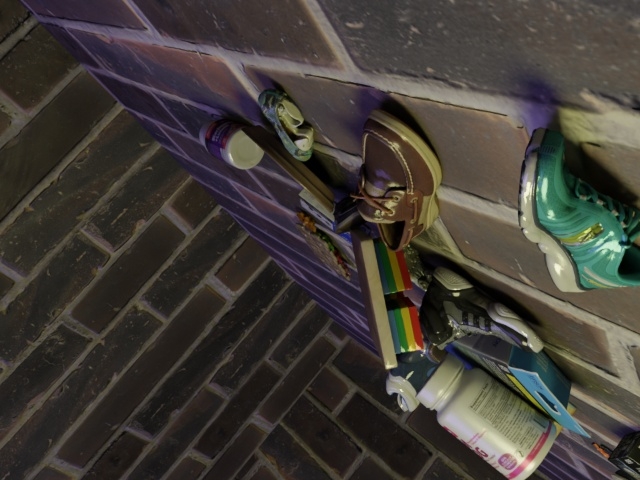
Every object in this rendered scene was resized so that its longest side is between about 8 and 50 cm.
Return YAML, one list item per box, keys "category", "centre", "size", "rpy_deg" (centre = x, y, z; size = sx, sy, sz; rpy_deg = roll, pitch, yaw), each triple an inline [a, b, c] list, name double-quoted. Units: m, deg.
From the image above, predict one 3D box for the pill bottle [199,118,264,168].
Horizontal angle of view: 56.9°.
- category: "pill bottle"
  centre: [-0.237, -0.257, 1.535]
  size: [0.194, 0.108, 0.108]
  rpy_deg: [28, 164, 48]

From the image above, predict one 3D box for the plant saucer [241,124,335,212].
- category: "plant saucer"
  centre: [-0.065, -0.169, 1.342]
  size: [0.278, 0.041, 0.278]
  rpy_deg: [42, -177, -3]

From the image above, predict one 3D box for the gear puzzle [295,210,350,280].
- category: "gear puzzle"
  centre: [0.000, 0.000, 1.976]
  size: [0.175, 0.044, 0.339]
  rpy_deg: [34, 165, 40]

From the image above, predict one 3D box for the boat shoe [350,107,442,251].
- category: "boat shoe"
  centre: [0.117, -0.078, 0.978]
  size: [0.123, 0.123, 0.342]
  rpy_deg: [36, 169, 24]

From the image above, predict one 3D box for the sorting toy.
- category: "sorting toy"
  centre: [0.137, 0.101, 1.231]
  size: [0.257, 0.090, 0.255]
  rpy_deg: [-105, 3, -84]

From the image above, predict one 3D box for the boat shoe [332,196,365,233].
- category: "boat shoe"
  centre: [0.065, -0.064, 1.357]
  size: [0.223, 0.080, 0.073]
  rpy_deg: [132, 121, -79]

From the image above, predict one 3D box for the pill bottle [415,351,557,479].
- category: "pill bottle"
  centre: [0.369, 0.394, 1.342]
  size: [0.283, 0.160, 0.160]
  rpy_deg: [37, 169, 14]

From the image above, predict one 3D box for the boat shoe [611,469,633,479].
- category: "boat shoe"
  centre: [0.830, 0.610, 1.449]
  size: [0.095, 0.079, 0.254]
  rpy_deg: [44, 167, -5]

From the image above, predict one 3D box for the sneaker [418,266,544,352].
- category: "sneaker"
  centre: [0.317, 0.182, 1.232]
  size: [0.269, 0.153, 0.101]
  rpy_deg: [37, -173, 28]

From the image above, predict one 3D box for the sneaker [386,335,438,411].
- category: "sneaker"
  centre: [0.347, 0.448, 1.884]
  size: [0.323, 0.236, 0.130]
  rpy_deg: [28, -171, -33]

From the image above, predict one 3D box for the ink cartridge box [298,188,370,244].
- category: "ink cartridge box"
  centre: [0.037, -0.060, 1.554]
  size: [0.207, 0.046, 0.097]
  rpy_deg: [38, 171, 12]

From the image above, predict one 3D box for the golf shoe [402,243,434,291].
- category: "golf shoe"
  centre: [0.211, 0.061, 1.401]
  size: [0.176, 0.069, 0.086]
  rpy_deg: [45, 175, -17]

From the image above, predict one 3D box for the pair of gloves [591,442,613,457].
- category: "pair of gloves"
  centre: [0.809, 0.599, 1.664]
  size: [0.074, 0.010, 0.083]
  rpy_deg: [39, 169, 11]

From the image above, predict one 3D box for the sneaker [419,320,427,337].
- category: "sneaker"
  centre: [0.280, 0.280, 1.981]
  size: [0.258, 0.094, 0.091]
  rpy_deg: [36, 173, 25]

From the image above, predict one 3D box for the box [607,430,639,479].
- category: "box"
  centre: [0.743, 0.502, 1.307]
  size: [0.147, 0.077, 0.180]
  rpy_deg: [37, 169, 22]

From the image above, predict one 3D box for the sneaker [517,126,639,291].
- category: "sneaker"
  centre: [0.303, -0.031, 0.671]
  size: [0.110, 0.106, 0.275]
  rpy_deg: [2, 149, 43]

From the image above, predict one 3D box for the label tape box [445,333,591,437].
- category: "label tape box"
  centre: [0.448, 0.283, 1.361]
  size: [0.249, 0.115, 0.348]
  rpy_deg: [45, 166, -24]

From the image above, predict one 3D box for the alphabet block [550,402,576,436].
- category: "alphabet block"
  centre: [0.523, 0.463, 1.595]
  size: [0.192, 0.197, 0.193]
  rpy_deg: [39, 169, 4]

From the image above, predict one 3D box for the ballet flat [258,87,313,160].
- category: "ballet flat"
  centre: [-0.052, -0.222, 1.165]
  size: [0.070, 0.070, 0.188]
  rpy_deg: [30, 169, 44]

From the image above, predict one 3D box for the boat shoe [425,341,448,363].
- category: "boat shoe"
  centre: [0.383, 0.348, 1.735]
  size: [0.183, 0.066, 0.066]
  rpy_deg: [34, 169, -31]
